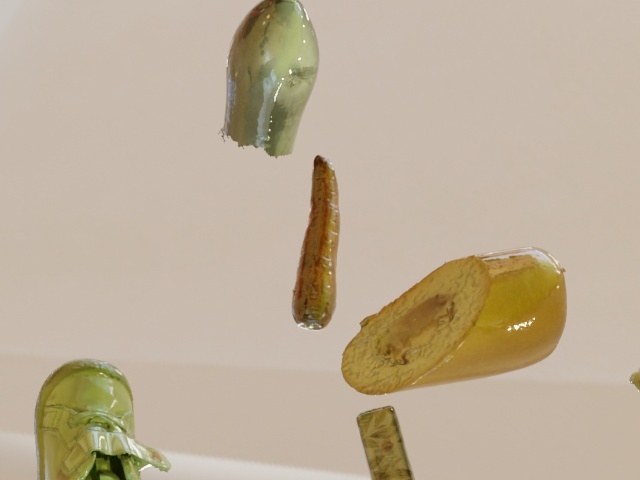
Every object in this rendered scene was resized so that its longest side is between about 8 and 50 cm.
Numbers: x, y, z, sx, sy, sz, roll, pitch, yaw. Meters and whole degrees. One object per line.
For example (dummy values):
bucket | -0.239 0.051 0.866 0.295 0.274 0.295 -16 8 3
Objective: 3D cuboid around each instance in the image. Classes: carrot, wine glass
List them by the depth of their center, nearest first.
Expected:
carrot | 0.000 0.000 1.445 0.047 0.047 0.191 -12 -119 40
wine glass | -0.045 -0.200 1.477 0.103 0.103 0.222 -122 -142 -55

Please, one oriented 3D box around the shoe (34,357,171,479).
shoe | -0.269 0.275 1.726 0.128 0.140 0.262 -9 -113 40

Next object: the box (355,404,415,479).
box | 0.068 0.223 1.465 0.045 0.062 0.098 -16 -103 -2

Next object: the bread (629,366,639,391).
bread | 0.407 0.096 1.283 0.186 0.124 0.257 -43 -177 -25

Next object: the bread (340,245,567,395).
bread | 0.065 0.037 0.642 0.049 0.103 0.062 60 -35 34
